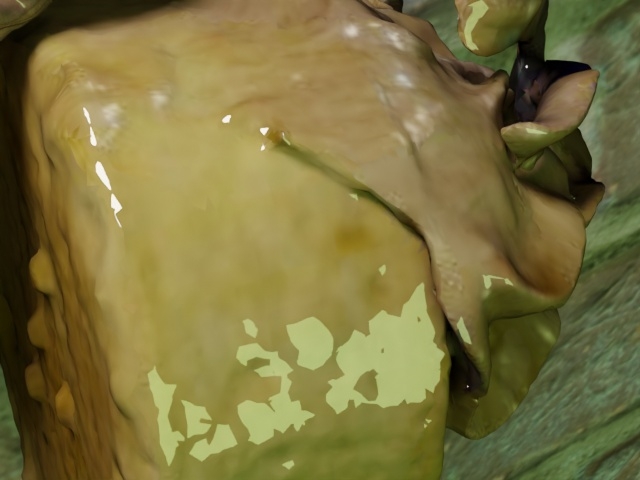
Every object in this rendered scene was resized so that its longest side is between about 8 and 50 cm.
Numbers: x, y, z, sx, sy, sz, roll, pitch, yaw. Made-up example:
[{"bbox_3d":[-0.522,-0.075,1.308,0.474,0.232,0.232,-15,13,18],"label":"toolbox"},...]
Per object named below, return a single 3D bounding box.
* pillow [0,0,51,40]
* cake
[{"bbox_3d":[-0.200,-0.149,0.539,0.236,0.223,0.084,-44,180,-1],"label":"pillow"},{"bbox_3d":[0.003,0.008,0.691,0.321,0.332,0.332,-14,130,-22],"label":"cake"}]
